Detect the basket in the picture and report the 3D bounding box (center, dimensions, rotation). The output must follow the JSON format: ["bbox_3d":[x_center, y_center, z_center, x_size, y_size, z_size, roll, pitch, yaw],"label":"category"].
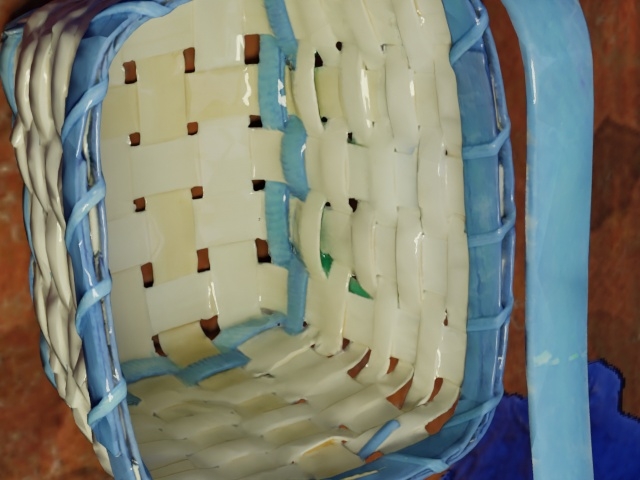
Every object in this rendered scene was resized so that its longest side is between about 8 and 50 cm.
[{"bbox_3d":[0.000,0.000,0.610,0.201,0.289,0.255,-15,114,-27],"label":"basket"}]
